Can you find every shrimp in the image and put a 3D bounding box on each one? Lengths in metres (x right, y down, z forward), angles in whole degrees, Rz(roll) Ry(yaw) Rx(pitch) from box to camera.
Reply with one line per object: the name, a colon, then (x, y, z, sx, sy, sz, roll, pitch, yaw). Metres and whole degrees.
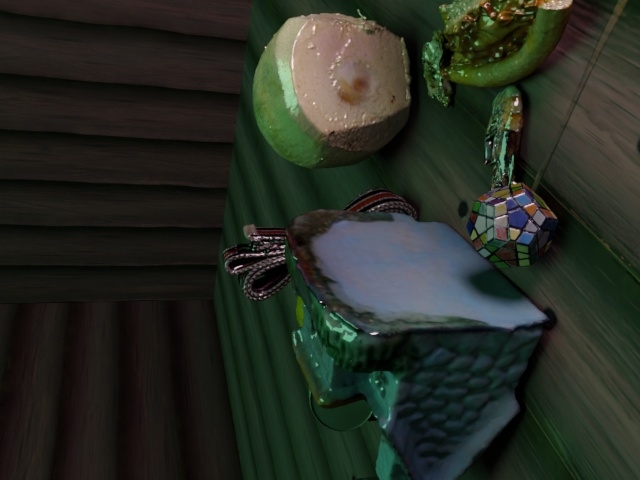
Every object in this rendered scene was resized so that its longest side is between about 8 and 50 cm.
shrimp: (0.254, -0.132, 0.832, 0.091, 0.034, 0.161, 168, 109, -83)

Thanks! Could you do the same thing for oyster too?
oyster: (0.197, -0.286, 1.000, 0.086, 0.029, 0.132, -151, 60, -76)

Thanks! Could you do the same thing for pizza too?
pizza: (0.227, -0.267, 0.787, 0.056, 0.134, 0.271, -46, 22, -12)

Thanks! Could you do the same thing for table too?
table: (0.038, 0.291, 1.213, 0.220, 0.126, 0.126, -137, 48, -88)

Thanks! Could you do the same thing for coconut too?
coconut: (0.012, -0.280, 1.155, 0.254, 0.297, 0.297, 174, 96, -71)

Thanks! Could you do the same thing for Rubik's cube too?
Rubik's cube: (0.241, -0.019, 0.757, 0.111, 0.093, 0.111, 179, 90, -72)

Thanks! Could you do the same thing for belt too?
belt: (0.000, 0.000, 1.095, 0.094, 0.360, 0.126, -131, 24, -72)

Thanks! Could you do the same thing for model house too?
model house: (0.090, 0.171, 0.907, 0.360, 0.297, 0.339, -124, 35, -58)

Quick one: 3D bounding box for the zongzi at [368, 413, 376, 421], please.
zongzi: (0.131, 0.316, 1.153, 0.083, 0.067, 0.073, 0, 93, 51)

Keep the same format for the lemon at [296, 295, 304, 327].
lemon: (0.048, 0.125, 1.170, 0.192, 0.192, 0.231, -108, 25, -43)

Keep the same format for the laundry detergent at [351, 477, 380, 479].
laundry detergent: (0.114, 0.667, 1.072, 0.264, 0.125, 0.397, -172, 82, -70)
